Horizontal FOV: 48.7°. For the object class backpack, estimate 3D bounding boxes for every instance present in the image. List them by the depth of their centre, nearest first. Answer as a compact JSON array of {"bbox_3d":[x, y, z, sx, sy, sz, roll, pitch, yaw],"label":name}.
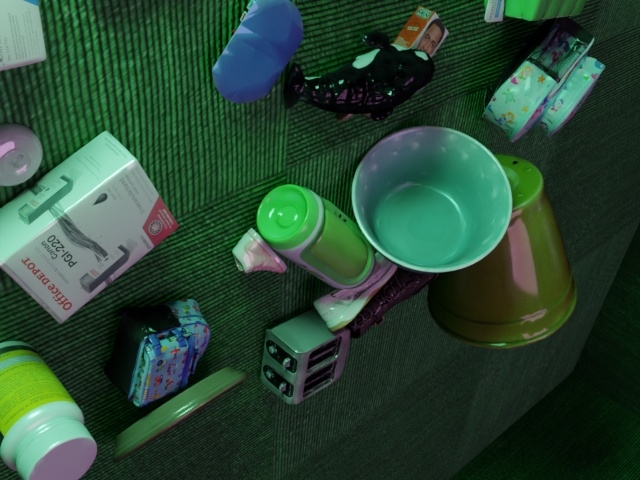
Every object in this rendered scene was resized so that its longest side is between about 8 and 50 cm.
[{"bbox_3d":[-0.260,0.183,1.203,0.173,0.117,0.158,-11,130,-49],"label":"backpack"},{"bbox_3d":[0.473,-0.331,1.536,0.253,0.191,0.225,-46,173,1],"label":"backpack"}]

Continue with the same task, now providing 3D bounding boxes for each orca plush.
[{"bbox_3d":[0.086,-0.270,1.171,0.287,0.102,0.151,-1,108,-31],"label":"orca plush"}]

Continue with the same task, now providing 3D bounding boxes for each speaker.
[{"bbox_3d":[0.000,0.000,1.337,0.131,0.131,0.296,-53,146,0],"label":"speaker"}]

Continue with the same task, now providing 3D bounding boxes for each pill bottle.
[{"bbox_3d":[-0.409,0.247,0.995,0.119,0.208,0.119,-31,140,-30],"label":"pill bottle"}]

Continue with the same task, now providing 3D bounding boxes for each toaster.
[{"bbox_3d":[-0.030,0.244,1.538,0.185,0.110,0.168,-23,137,-37],"label":"toaster"}]

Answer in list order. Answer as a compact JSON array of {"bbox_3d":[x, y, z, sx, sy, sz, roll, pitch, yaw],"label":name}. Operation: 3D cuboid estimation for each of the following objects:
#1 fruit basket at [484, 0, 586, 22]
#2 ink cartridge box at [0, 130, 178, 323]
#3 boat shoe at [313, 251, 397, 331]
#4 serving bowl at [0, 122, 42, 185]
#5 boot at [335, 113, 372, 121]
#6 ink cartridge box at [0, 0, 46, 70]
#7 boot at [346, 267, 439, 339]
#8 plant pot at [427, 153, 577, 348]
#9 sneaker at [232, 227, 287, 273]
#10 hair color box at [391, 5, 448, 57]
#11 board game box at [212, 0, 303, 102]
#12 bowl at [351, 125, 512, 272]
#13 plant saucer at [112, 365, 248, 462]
[{"bbox_3d":[0.416,-0.595,1.304,0.327,0.165,0.353,-21,120,-39],"label":"fruit basket"},{"bbox_3d":[-0.325,-0.016,0.962,0.218,0.092,0.159,-40,144,-15],"label":"ink cartridge box"},{"bbox_3d":[0.080,0.079,1.530,0.098,0.096,0.277,-35,-173,44],"label":"boat shoe"},{"bbox_3d":[-0.381,-0.101,0.873,0.083,0.027,0.083,-31,141,-30],"label":"serving bowl"},{"bbox_3d":[0.081,-0.244,1.285,0.118,0.042,0.087,-49,149,-4],"label":"boot"},{"bbox_3d":[-0.402,-0.225,0.689,0.231,0.078,0.134,-25,137,-35],"label":"ink cartridge box"},{"bbox_3d":[0.156,0.133,1.648,0.229,0.091,0.263,-37,161,-20],"label":"boot"},{"bbox_3d":[0.412,0.000,1.676,0.366,0.366,0.353,-36,131,-24],"label":"plant pot"},{"bbox_3d":[-0.117,0.036,1.299,0.070,0.051,0.134,-46,143,-6],"label":"sneaker"},{"bbox_3d":[0.167,-0.347,1.291,0.141,0.043,0.072,-56,145,4],"label":"hair color box"},{"bbox_3d":[-0.098,-0.285,1.043,0.169,0.033,0.133,-55,152,12],"label":"board game box"},{"bbox_3d":[0.214,-0.058,1.428,0.311,0.311,0.163,-43,164,-15],"label":"bowl"},{"bbox_3d":[-0.258,0.308,1.283,0.278,0.041,0.278,-33,173,-5],"label":"plant saucer"}]
